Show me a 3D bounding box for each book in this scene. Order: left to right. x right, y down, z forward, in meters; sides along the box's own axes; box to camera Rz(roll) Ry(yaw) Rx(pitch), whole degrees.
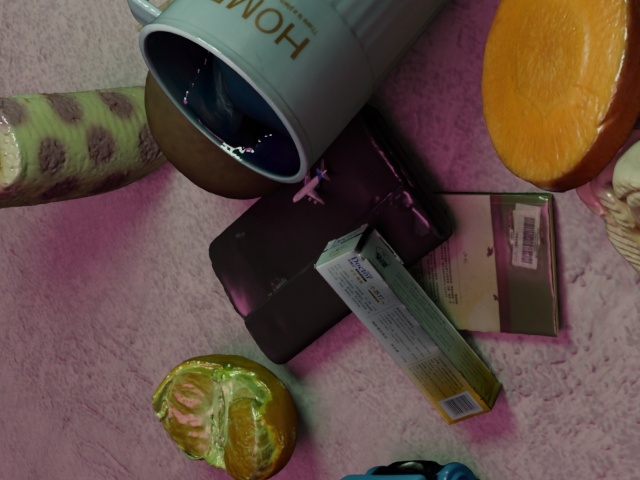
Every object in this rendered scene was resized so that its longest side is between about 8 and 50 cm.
[{"bbox_3d":[0.194,0.030,1.757,0.289,0.026,0.201,4,107,35],"label":"book"}]

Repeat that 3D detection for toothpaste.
[{"bbox_3d":[0.122,0.120,1.751,0.089,0.071,0.313,-27,111,39],"label":"toothpaste"}]

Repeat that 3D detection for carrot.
[{"bbox_3d":[0.292,-0.205,1.471,0.258,0.100,0.307,-9,73,62],"label":"carrot"}]

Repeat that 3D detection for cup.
[{"bbox_3d":[-0.044,-0.278,1.568,0.331,0.311,0.257,23,155,44],"label":"cup"}]

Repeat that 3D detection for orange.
[{"bbox_3d":[-0.133,0.271,1.994,0.237,0.158,0.179,18,117,30],"label":"orange"}]

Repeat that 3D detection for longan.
[{"bbox_3d":[-0.120,-0.189,1.765,0.258,0.258,0.258,13,113,32],"label":"longan"}]

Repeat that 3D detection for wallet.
[{"bbox_3d":[-0.001,0.000,1.845,0.406,0.062,0.228,-41,73,41],"label":"wallet"}]

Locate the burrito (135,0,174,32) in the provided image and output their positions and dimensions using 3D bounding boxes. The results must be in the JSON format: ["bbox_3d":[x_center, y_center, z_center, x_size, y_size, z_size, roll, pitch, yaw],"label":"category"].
[{"bbox_3d":[-0.203,-0.353,1.899,0.185,0.041,0.045,-28,80,36],"label":"burrito"}]

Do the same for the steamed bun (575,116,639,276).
[{"bbox_3d":[0.460,-0.038,1.428,0.280,0.207,0.268,51,169,-13],"label":"steamed bun"}]

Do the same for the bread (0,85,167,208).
[{"bbox_3d":[-0.391,-0.138,1.924,0.187,0.338,0.155,-29,82,38],"label":"bread"}]

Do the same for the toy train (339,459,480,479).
[{"bbox_3d":[0.126,0.475,1.816,0.188,0.265,0.300,-8,103,37],"label":"toy train"}]

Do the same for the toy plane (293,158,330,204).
[{"bbox_3d":[-0.013,-0.077,1.779,0.084,0.024,0.078,-50,51,47],"label":"toy plane"}]
